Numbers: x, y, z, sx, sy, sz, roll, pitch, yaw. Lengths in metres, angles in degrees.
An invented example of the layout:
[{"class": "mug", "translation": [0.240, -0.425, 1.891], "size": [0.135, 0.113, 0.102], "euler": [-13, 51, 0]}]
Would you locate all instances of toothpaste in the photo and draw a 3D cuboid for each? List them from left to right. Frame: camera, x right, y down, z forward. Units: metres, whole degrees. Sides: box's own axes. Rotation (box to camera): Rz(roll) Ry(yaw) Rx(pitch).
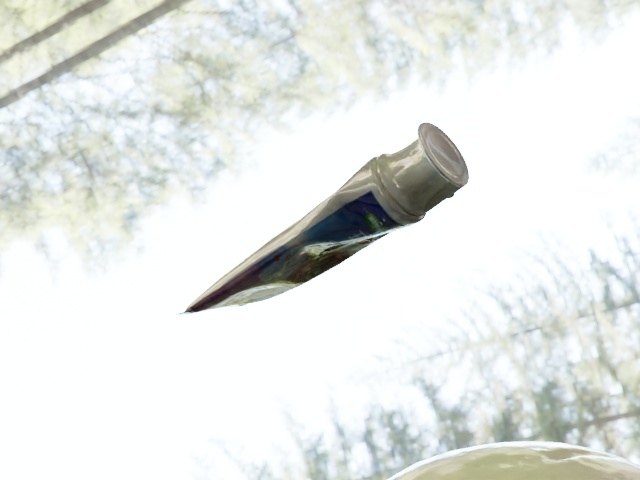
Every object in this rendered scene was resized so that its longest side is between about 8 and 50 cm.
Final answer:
[{"class": "toothpaste", "translation": [0.000, 0.000, 0.867], "size": [0.096, 0.266, 0.061], "euler": [-2, -116, -54]}]

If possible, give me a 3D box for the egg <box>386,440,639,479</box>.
[{"class": "egg", "translation": [0.058, 0.165, 0.414], "size": [0.162, 0.271, 0.206], "euler": [45, -135, -28]}]
